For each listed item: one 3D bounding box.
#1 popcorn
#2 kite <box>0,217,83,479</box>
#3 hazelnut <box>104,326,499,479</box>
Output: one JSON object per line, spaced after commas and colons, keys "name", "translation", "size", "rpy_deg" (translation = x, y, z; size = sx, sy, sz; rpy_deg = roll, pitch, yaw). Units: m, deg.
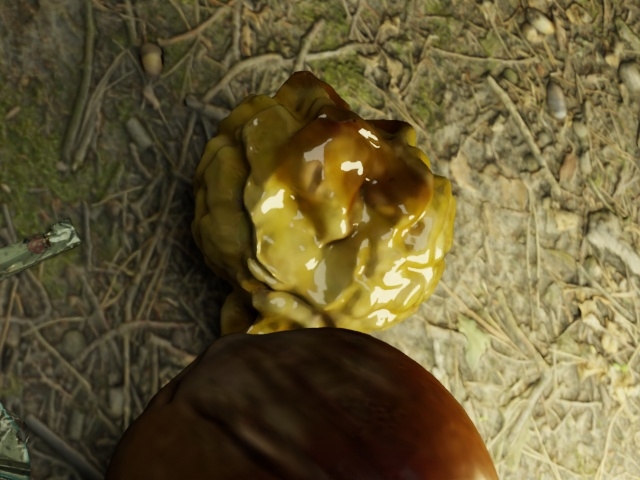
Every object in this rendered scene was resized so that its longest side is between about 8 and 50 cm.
{"name": "popcorn", "translation": [0.000, 0.000, 1.340], "size": [0.265, 0.225, 0.332], "rpy_deg": [2, 96, -17]}
{"name": "kite", "translation": [-0.376, 0.055, 1.216], "size": [0.368, 0.014, 0.406], "rpy_deg": [-27, 89, -32]}
{"name": "hazelnut", "translation": [-0.018, 0.258, 1.180], "size": [0.372, 0.315, 0.372], "rpy_deg": [5, 76, -21]}
